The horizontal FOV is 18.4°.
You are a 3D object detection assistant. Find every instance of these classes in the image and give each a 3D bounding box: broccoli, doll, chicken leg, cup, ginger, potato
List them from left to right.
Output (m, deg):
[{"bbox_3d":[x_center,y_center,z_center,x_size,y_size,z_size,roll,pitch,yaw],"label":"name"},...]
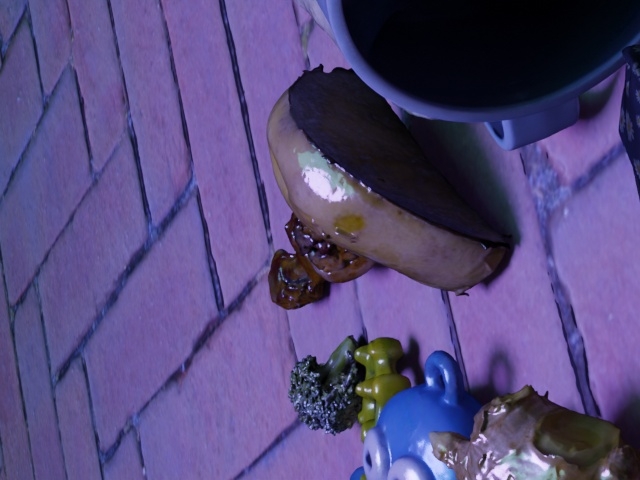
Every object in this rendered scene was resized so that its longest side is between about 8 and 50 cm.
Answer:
[{"bbox_3d":[0.003,0.002,1.788,0.251,0.087,0.107,124,158,-64],"label":"chicken leg"},{"bbox_3d":[0.012,0.131,1.802,0.095,0.097,0.092,37,86,34],"label":"broccoli"},{"bbox_3d":[0.029,-0.039,1.585,0.243,0.138,0.098,54,127,41],"label":"potato"},{"bbox_3d":[0.077,0.238,1.611,0.346,0.099,0.341,-134,47,-60],"label":"doll"},{"bbox_3d":[0.102,-0.259,1.371,0.257,0.331,0.311,-44,41,16],"label":"cup"},{"bbox_3d":[0.163,0.182,1.369,0.216,0.102,0.157,30,129,31],"label":"ginger"}]

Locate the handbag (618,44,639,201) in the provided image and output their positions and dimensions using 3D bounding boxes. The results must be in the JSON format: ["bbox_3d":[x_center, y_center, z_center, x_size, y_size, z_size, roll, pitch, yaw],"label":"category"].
[{"bbox_3d":[0.231,-0.051,1.276,0.139,0.072,0.115,99,155,-56],"label":"handbag"}]

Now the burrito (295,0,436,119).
[{"bbox_3d":[0.016,-0.210,1.694,0.117,0.076,0.392,54,180,-33],"label":"burrito"}]
